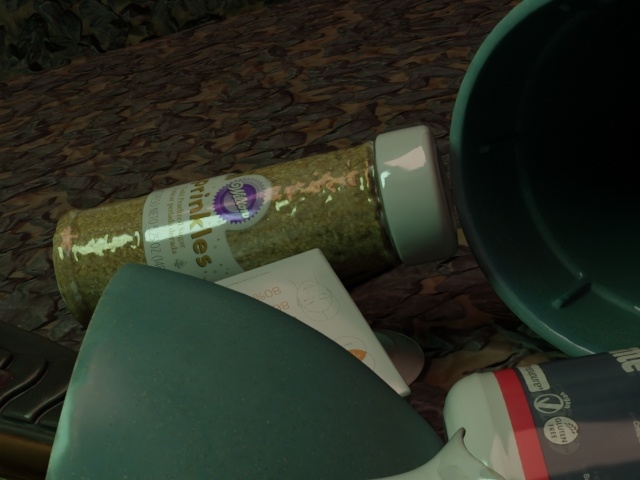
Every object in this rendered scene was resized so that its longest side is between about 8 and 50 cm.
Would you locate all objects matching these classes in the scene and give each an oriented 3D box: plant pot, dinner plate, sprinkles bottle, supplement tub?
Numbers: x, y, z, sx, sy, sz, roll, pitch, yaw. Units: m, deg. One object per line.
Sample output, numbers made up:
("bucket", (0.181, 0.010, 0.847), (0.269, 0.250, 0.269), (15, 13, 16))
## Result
("plant pot", (-0.034, 0.169, 0.622), (0.196, 0.290, 0.290), (8, 25, 0))
("dinner plate", (0.026, 0.113, 1.004), (0.141, 0.017, 0.141), (-8, 23, 3))
("sprinkles bottle", (-0.059, -0.007, 0.985), (0.356, 0.121, 0.121), (-13, 23, 11))
("supplement tub", (0.217, 0.151, 0.616), (0.272, 0.191, 0.191), (-10, 24, 3))
("plant pot", (0.348, -0.094, 0.976), (0.341, 0.341, 0.334), (9, 24, 38))

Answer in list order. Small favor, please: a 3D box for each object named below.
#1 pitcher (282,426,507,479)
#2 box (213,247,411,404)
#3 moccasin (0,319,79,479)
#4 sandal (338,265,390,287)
("pitcher", (-0.003, 0.149, 0.407), (0.207, 0.125, 0.178), (-18, 0, -14))
("box", (-0.024, 0.109, 0.871), (0.130, 0.091, 0.170), (-18, 48, -16))
("moccasin", (-0.264, 0.147, 0.926), (0.380, 0.147, 0.139), (5, 43, 25))
("sandal", (0.000, 0.001, 1.175), (0.120, 0.086, 0.303), (12, 33, 42))
